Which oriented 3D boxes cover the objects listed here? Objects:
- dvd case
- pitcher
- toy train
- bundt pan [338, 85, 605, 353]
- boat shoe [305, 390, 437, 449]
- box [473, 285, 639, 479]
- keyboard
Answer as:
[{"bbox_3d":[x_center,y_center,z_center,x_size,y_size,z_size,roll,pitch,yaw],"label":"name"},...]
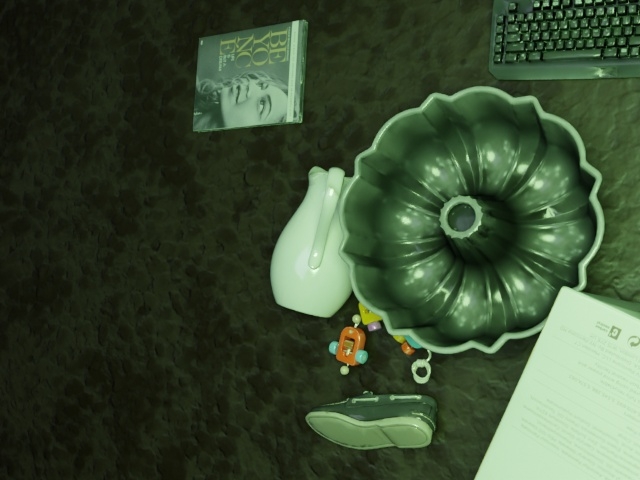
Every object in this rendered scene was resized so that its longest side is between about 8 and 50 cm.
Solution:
[{"bbox_3d":[-0.119,-0.266,1.315,0.221,0.018,0.164,1,85,33],"label":"dvd case"},{"bbox_3d":[0.000,0.000,1.117,0.126,0.178,0.207,15,91,4],"label":"pitcher"},{"bbox_3d":[0.095,0.137,1.117,0.166,0.046,0.125,9,91,36],"label":"toy train"},{"bbox_3d":[0.194,-0.017,1.006,0.331,0.124,0.330,-6,76,26],"label":"bundt pan"},{"bbox_3d":[0.073,0.247,1.122,0.206,0.075,0.065,-7,38,38],"label":"boat shoe"},{"bbox_3d":[0.303,0.246,0.855,0.168,0.215,0.345,29,100,41],"label":"box"},{"bbox_3d":[0.367,-0.302,0.995,0.317,0.033,0.201,5,87,33],"label":"keyboard"}]
